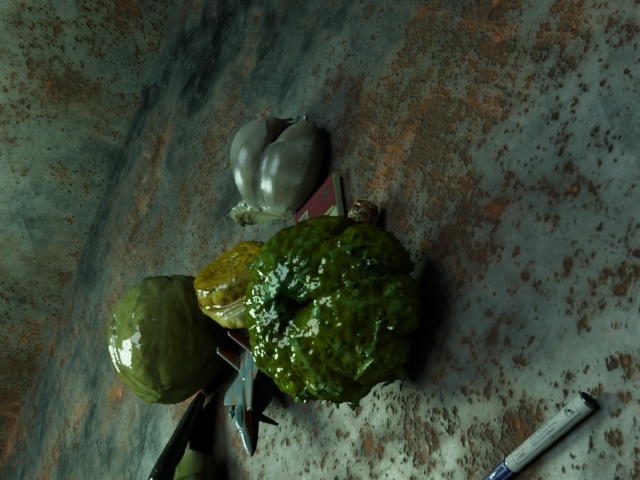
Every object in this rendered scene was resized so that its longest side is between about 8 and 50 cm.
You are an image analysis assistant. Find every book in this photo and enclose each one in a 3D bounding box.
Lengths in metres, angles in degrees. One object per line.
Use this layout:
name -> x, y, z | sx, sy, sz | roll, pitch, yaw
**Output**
book -> 0.000, 0.000, 1.572 | 0.162, 0.022, 0.232 | -48, 37, 41

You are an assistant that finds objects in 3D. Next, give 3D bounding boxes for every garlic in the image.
garlic -> -0.092, -0.162, 1.729 | 0.237, 0.210, 0.292 | 46, -120, -80

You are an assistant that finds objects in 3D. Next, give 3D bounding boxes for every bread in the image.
bread -> -0.155, 0.090, 1.636 | 0.198, 0.120, 0.236 | -37, 22, -18

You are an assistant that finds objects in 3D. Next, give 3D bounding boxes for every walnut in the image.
walnut -> -0.345, 0.222, 1.799 | 0.282, 0.253, 0.277 | -30, 48, 49

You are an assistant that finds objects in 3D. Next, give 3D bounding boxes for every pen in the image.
pen -> 0.262, 0.254, 0.978 | 0.204, 0.025, 0.025 | -53, 34, 31

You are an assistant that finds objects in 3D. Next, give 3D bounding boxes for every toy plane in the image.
toy plane -> -0.129, 0.294, 1.535 | 0.223, 0.104, 0.326 | -57, 29, 25

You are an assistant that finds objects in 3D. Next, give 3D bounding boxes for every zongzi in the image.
zongzi -> -0.275, 0.581, 1.640 | 0.221, 0.112, 0.242 | -90, 19, -51

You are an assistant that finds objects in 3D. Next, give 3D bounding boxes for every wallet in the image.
wallet -> -0.319, 0.465, 1.749 | 0.168, 0.052, 0.245 | 116, 178, -47

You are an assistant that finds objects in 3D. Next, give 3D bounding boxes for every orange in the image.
orange -> 0.004, 0.108, 1.239 | 0.300, 0.223, 0.301 | 18, 93, 29

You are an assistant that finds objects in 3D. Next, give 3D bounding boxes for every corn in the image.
corn -> 0.058, 0.044, 1.401 | 0.079, 0.079, 0.237 | -9, 62, 58
